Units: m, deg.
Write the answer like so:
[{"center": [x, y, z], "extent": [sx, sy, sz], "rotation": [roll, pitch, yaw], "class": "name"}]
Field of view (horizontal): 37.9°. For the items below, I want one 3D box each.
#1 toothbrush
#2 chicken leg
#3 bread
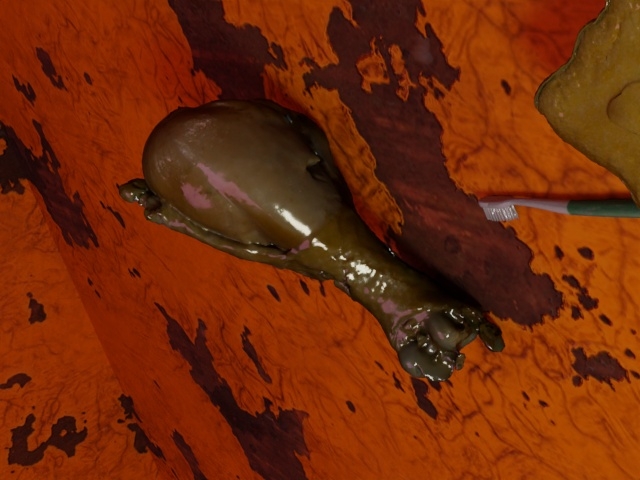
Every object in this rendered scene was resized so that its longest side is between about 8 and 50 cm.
[{"center": [0.217, -0.026, 0.748], "extent": [0.257, 0.018, 0.024], "rotation": [1, 122, 58], "class": "toothbrush"}, {"center": [0.000, 0.000, 0.971], "extent": [0.429, 0.201, 0.153], "rotation": [39, 140, 8], "class": "chicken leg"}, {"center": [0.256, -0.067, 0.575], "extent": [0.233, 0.088, 0.161], "rotation": [49, 156, 12], "class": "bread"}]
